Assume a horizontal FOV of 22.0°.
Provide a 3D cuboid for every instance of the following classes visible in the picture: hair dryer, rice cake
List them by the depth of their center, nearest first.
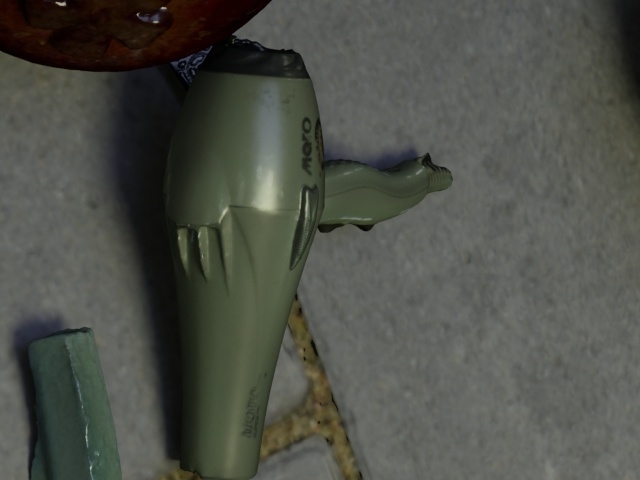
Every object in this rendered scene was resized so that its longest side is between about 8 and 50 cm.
[{"bbox_3d":[-0.117,0.133,0.809,0.030,0.042,0.180,-3,83,-61],"label":"rice cake"},{"bbox_3d":[-0.016,0.026,0.878,0.225,0.088,0.219,29,77,-54],"label":"hair dryer"}]

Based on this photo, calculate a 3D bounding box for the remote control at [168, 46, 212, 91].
[{"bbox_3d":[-0.059,-0.081,0.898,0.034,0.016,0.091,-37,103,-17],"label":"remote control"}]

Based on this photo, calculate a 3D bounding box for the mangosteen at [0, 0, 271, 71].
[{"bbox_3d":[-0.106,-0.206,0.782,0.215,0.215,0.257,19,50,-31],"label":"mangosteen"}]
